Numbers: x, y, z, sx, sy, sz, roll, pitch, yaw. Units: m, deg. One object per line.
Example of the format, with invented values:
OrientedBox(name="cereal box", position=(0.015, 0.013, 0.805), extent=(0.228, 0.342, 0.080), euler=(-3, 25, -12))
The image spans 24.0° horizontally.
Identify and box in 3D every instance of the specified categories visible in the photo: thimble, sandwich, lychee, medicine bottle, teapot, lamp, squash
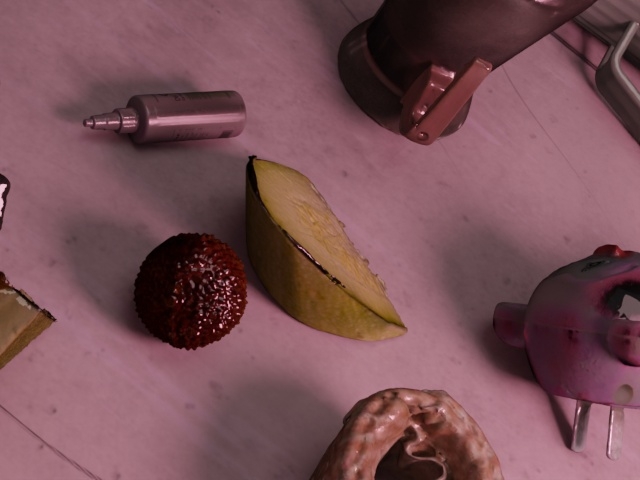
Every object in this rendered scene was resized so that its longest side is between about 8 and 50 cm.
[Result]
OrientedBox(name="thimble", position=(0.078, 0.275, 1.516), extent=(0.196, 0.148, 0.229), euler=(4, 53, -26))
OrientedBox(name="sandwich", position=(-0.344, 0.126, 1.396), extent=(0.063, 0.245, 0.212), euler=(43, 81, -1))
OrientedBox(name="lychee", position=(-0.131, 0.050, 1.579), extent=(0.123, 0.123, 0.129), euler=(51, 39, 12))
OrientedBox(name="medicine bottle", position=(-0.182, -0.141, 1.734), extent=(0.199, 0.058, 0.058), euler=(-7, 61, -34))
OrientedBox(name="teapot", position=(0.182, -0.285, 1.864), extent=(0.253, 0.344, 0.300), euler=(22, 48, -13))
OrientedBox(name="lamp", position=(0.370, 0.133, 1.779), extent=(0.301, 0.247, 0.248), euler=(7, 93, -41))
OrientedBox(name="squash", position=(0.000, 0.000, 1.673), extent=(0.204, 0.155, 0.237), euler=(-22, 69, -38))

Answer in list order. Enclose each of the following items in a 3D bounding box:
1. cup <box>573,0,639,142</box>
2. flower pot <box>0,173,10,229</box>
OrientedBox(name="cup", position=(0.579, -0.304, 2.155), extent=(0.392, 0.310, 0.401), euler=(31, 44, 1))
OrientedBox(name="flower pot", position=(-0.440, -0.058, 1.383), extent=(0.282, 0.299, 0.299), euler=(2, 55, -19))
